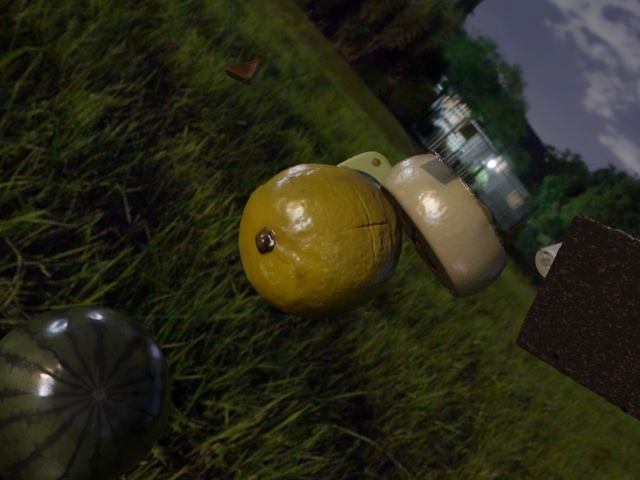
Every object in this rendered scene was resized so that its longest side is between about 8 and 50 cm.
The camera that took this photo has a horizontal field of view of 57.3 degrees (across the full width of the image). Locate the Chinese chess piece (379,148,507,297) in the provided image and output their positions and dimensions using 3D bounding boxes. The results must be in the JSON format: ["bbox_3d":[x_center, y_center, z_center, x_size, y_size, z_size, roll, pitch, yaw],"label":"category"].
[{"bbox_3d":[0.270,-0.034,1.305,0.338,0.141,0.338,58,2,-2],"label":"Chinese chess piece"}]

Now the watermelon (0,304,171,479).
[{"bbox_3d":[-0.378,0.242,0.902,0.279,0.359,0.278,14,62,-28],"label":"watermelon"}]

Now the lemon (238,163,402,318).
[{"bbox_3d":[0.000,0.000,1.053,0.297,0.297,0.297,47,11,-12],"label":"lemon"}]

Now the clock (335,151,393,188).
[{"bbox_3d":[0.074,-0.085,1.544,0.235,0.308,0.096,64,-13,12],"label":"clock"}]

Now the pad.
[{"bbox_3d":[0.431,0.130,0.735,0.330,0.220,0.004,33,28,32],"label":"pad"}]

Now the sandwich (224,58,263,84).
[{"bbox_3d":[-0.157,-0.352,1.238,0.031,0.083,0.044,100,-26,-77],"label":"sandwich"}]

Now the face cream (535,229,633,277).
[{"bbox_3d":[0.736,0.027,1.601,0.092,0.311,0.092,48,-34,49],"label":"face cream"}]
